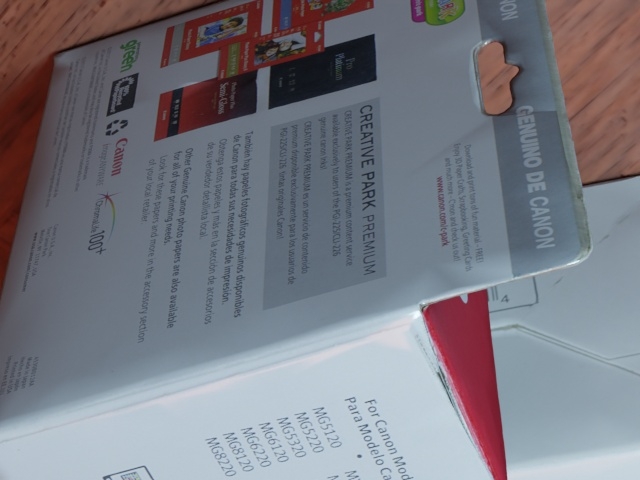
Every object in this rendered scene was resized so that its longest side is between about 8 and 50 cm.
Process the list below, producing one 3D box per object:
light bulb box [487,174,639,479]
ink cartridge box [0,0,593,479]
[{"bbox_3d":[0.080,0.192,1.052,0.358,0.225,0.361,-10,127,7],"label":"light bulb box"},{"bbox_3d":[0.000,0.000,0.855,0.271,0.309,0.130,-16,125,13],"label":"ink cartridge box"}]
